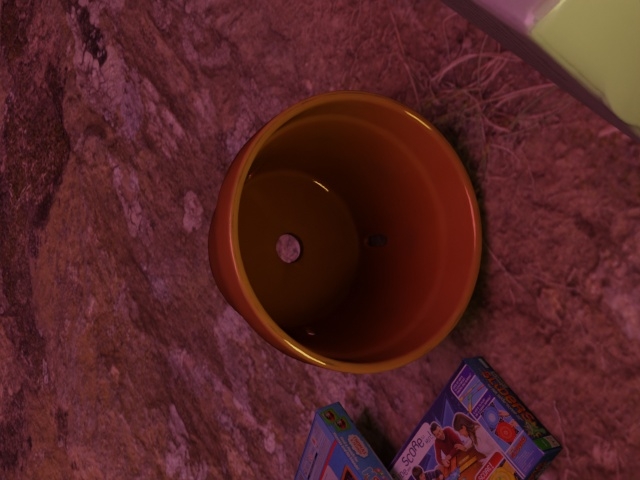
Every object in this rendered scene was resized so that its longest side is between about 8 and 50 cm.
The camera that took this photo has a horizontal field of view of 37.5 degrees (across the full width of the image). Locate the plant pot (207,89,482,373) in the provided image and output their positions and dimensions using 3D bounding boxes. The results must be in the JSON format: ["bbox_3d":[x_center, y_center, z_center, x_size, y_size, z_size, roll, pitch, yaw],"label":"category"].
[{"bbox_3d":[0.000,0.000,1.041,0.203,0.291,0.290,-14,80,63],"label":"plant pot"}]

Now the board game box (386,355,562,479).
[{"bbox_3d":[0.157,0.246,1.034,0.136,0.035,0.201,51,125,34],"label":"board game box"}]

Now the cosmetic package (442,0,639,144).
[{"bbox_3d":[0.185,-0.324,0.715,0.393,0.329,0.327,46,106,31],"label":"cosmetic package"}]

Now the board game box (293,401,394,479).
[{"bbox_3d":[0.048,0.321,1.120,0.211,0.039,0.160,53,144,33],"label":"board game box"}]
